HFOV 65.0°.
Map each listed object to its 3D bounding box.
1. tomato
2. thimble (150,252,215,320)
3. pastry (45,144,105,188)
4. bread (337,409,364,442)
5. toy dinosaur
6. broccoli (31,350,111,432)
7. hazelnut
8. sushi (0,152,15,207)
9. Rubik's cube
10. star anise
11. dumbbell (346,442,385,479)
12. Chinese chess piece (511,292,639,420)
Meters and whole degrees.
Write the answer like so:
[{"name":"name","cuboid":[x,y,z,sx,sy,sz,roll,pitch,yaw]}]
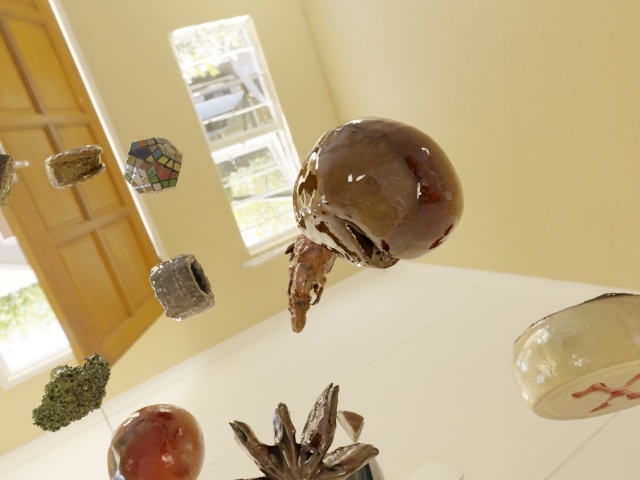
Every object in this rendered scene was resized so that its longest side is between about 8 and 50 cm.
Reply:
[{"name":"tomato","cuboid":[-0.355,0.459,1.082,0.208,0.208,0.184,-16,152,11]},{"name":"thimble","cuboid":[-0.312,0.107,1.145,0.097,0.150,0.150,-24,-167,-2]},{"name":"pastry","cuboid":[-0.432,-0.132,0.888,0.109,0.057,0.097,-11,-158,6]},{"name":"bread","cuboid":[0.091,0.497,1.362,0.062,0.043,0.109,-3,-161,-27]},{"name":"toy dinosaur","cuboid":[0.000,0.000,1.007,0.208,0.097,0.432,-51,-164,59]},{"name":"broccoli","cuboid":[-0.347,0.209,0.698,0.092,0.097,0.095,18,-171,40]},{"name":"hazelnut","cuboid":[0.078,-0.072,0.721,0.251,0.217,0.217,-3,-159,42]},{"name":"sushi","cuboid":[-0.853,-0.157,1.315,0.078,0.150,0.090,13,173,-17]},{"name":"Rubik's cube","cuboid":[-0.299,-0.133,0.902,0.111,0.111,0.093,-10,-145,35]},{"name":"star anise","cuboid":[-0.039,0.341,0.720,0.288,0.288,0.088,-25,-168,-25]},{"name":"dumbbell","cuboid":[-0.029,0.505,0.950,0.316,0.156,0.144,-22,-160,8]},{"name":"Chinese chess piece","cuboid":[0.558,0.242,1.010,0.338,0.338,0.141,-17,-128,8]}]
